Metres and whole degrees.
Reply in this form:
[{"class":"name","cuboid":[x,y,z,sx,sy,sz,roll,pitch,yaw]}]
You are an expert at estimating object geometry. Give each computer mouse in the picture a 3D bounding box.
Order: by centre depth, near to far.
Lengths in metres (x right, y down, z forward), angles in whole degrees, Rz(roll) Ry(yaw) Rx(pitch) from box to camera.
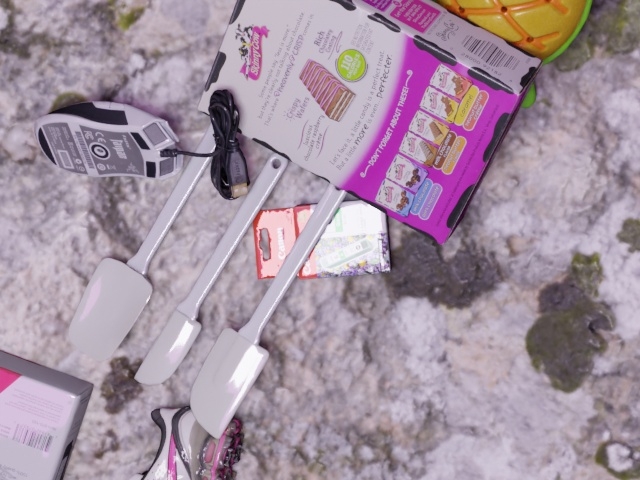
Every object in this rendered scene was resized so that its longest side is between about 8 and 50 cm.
[{"class":"computer mouse","cuboid":[-0.146,-0.086,1.444,0.193,0.042,0.106,8,139,22]}]

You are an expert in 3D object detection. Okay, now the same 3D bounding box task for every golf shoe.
[{"class":"golf shoe","cuboid":[-0.126,0.231,1.479,0.086,0.067,0.186,14,86,10]}]

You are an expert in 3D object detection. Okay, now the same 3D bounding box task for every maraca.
[{"class":"maraca","cuboid":[0.147,-0.184,1.407,0.127,0.099,0.185,24,122,5]}]

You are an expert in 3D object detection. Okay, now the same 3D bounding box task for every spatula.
[{"class":"spatula","cuboid":[-0.092,0.019,1.459,0.168,0.019,0.242,32,95,20]}]

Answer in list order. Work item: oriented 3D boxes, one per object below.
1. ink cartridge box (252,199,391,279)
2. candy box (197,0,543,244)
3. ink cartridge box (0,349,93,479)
[{"class":"ink cartridge box","cuboid":[0.000,0.000,1.465,0.115,0.029,0.063,-5,94,5]},{"class":"candy box","cuboid":[0.036,-0.123,1.392,0.233,0.071,0.159,29,126,6]},{"class":"ink cartridge box","cuboid":[-0.270,0.178,1.487,0.109,0.063,0.150,20,96,3]}]
